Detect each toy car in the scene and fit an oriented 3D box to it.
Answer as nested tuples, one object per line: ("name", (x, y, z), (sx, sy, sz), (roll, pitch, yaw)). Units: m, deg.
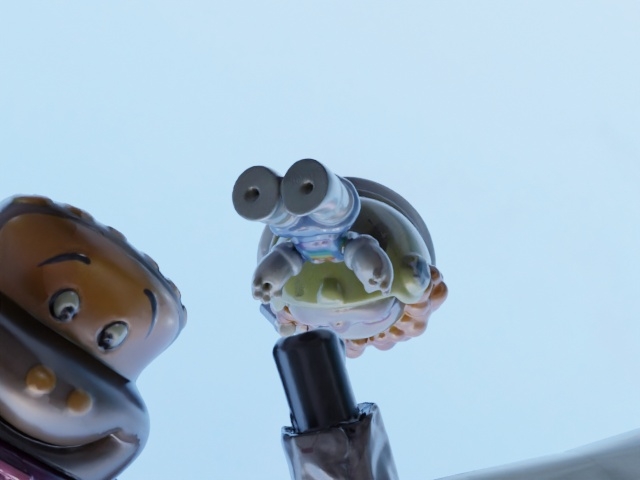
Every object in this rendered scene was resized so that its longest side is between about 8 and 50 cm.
("toy car", (-0.256, 0.087, 0.831), (0.271, 0.340, 0.240), (39, -104, -26))

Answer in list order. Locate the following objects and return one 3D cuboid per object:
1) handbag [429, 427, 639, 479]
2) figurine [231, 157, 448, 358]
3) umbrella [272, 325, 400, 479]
("handbag", (0.115, 0.228, 0.375), (0.151, 0.298, 0.171), (-12, -151, -18))
("figurine", (0.030, -0.005, 1.132), (0.224, 0.382, 0.205), (-3, -111, 1))
("umbrella", (0.035, 0.215, 0.594), (0.067, 0.073, 0.337), (-14, -97, -18))
